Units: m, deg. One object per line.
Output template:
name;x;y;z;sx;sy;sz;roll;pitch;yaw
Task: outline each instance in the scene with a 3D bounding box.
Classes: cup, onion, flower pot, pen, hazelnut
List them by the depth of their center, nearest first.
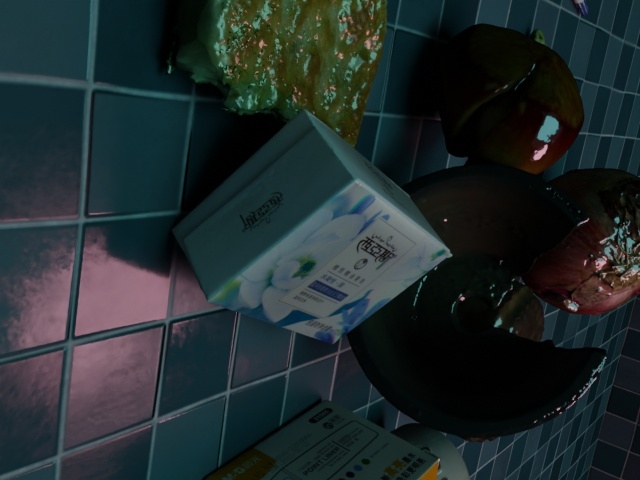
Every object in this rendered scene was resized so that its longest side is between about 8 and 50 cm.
flower pot;0.222;0.097;1.104;0.251;0.379;0.379;47;64;-76
hazelnut;0.274;-0.207;1.114;0.217;0.251;0.217;-27;161;-10
cup;0.131;0.466;1.216;0.234;0.258;0.186;-15;157;-44
pen;0.527;-0.522;1.508;0.204;0.025;0.025;23;86;-56
onion;0.598;0.008;1.578;0.353;0.353;0.354;-28;127;-46

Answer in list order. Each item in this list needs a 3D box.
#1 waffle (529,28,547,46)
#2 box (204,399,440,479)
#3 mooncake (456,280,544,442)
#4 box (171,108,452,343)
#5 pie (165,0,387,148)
waffle;0.417;-0.276;1.419;0.214;0.054;0.208;56;45;-45
box;0.005;0.349;1.001;0.274;0.220;0.091;-25;127;-50
mooncake;0.288;0.209;1.366;0.324;0.187;0.324;-32;132;-45
box;0.001;0.002;0.850;0.203;0.116;0.274;-40;148;13
pie;-0.024;-0.212;0.831;0.296;0.078;0.371;-59;145;-17
